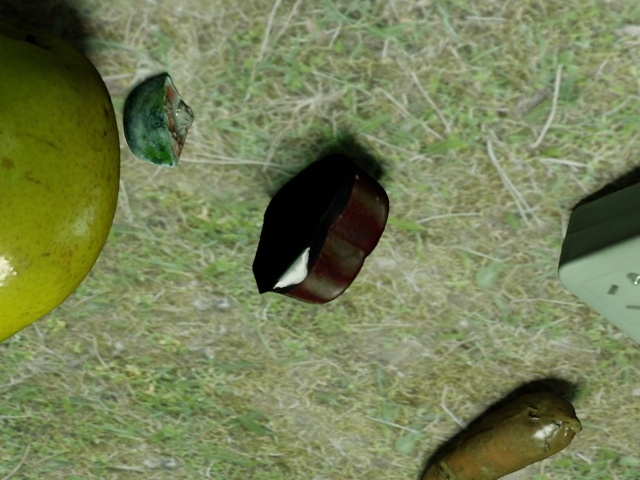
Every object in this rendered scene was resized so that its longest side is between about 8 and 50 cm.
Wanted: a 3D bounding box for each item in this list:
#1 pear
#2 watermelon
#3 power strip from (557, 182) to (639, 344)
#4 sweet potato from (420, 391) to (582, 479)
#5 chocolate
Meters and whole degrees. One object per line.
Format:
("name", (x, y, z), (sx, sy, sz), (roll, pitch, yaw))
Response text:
("pear", (-0.304, -0.056, 1.642), (0.294, 0.294, 0.294), (4, 138, 4))
("watermelon", (-0.145, -0.106, 1.741), (0.061, 0.085, 0.085), (-6, 146, -31))
("power strip", (0.382, 0.009, 1.739), (0.229, 0.141, 0.261), (34, 146, -25))
("sweet potato", (0.175, 0.231, 2.033), (0.075, 0.075, 0.273), (29, 137, -21))
("chocolate", (0.000, 0.000, 1.769), (0.080, 0.149, 0.125), (32, 171, -25))
